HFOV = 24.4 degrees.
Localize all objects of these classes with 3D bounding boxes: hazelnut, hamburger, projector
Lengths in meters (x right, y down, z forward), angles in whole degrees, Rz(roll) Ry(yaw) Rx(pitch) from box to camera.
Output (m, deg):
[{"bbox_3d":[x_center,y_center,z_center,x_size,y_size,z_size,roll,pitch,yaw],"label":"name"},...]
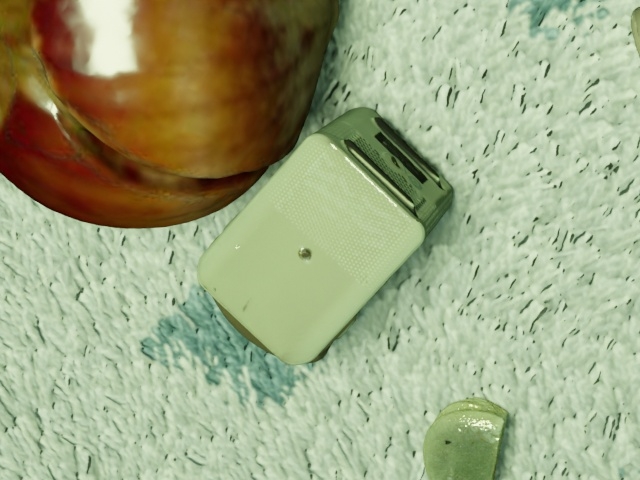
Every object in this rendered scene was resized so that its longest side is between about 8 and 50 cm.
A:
[{"bbox_3d":[-0.166,-0.214,1.389,0.359,0.359,0.409,-6,103,18],"label":"hazelnut"},{"bbox_3d":[0.149,0.225,1.573,0.084,0.054,0.121,11,115,12],"label":"hamburger"},{"bbox_3d":[0.000,0.000,1.487,0.163,0.177,0.242,42,110,3],"label":"projector"}]

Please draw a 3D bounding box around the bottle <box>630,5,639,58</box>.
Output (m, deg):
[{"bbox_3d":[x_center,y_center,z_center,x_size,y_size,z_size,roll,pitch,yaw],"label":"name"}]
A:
[{"bbox_3d":[0.419,-0.198,1.339,0.253,0.120,0.120,-18,99,21],"label":"bottle"}]
